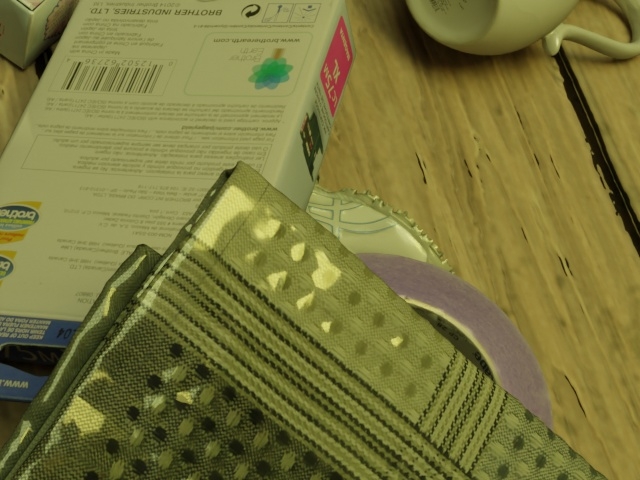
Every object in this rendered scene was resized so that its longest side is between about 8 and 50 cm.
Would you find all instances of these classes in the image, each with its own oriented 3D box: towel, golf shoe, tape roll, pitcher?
[{"bbox_3d":[-0.014,0.169,0.612,0.324,0.056,0.312,42,67,-19],"label":"towel"},{"bbox_3d":[0.000,0.000,0.832,0.176,0.069,0.086,33,72,10],"label":"golf shoe"},{"bbox_3d":[0.035,0.107,0.755,0.189,0.080,0.189,9,57,-14],"label":"tape roll"},{"bbox_3d":[0.168,-0.196,0.974,0.207,0.125,0.178,-34,89,-43],"label":"pitcher"}]

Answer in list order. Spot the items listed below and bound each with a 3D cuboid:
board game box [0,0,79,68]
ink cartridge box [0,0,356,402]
[{"bbox_3d":[-0.241,-0.318,0.936,0.318,0.066,0.318,35,55,4],"label":"board game box"},{"bbox_3d":[-0.103,-0.024,0.758,0.185,0.065,0.311,3,51,19],"label":"ink cartridge box"}]
